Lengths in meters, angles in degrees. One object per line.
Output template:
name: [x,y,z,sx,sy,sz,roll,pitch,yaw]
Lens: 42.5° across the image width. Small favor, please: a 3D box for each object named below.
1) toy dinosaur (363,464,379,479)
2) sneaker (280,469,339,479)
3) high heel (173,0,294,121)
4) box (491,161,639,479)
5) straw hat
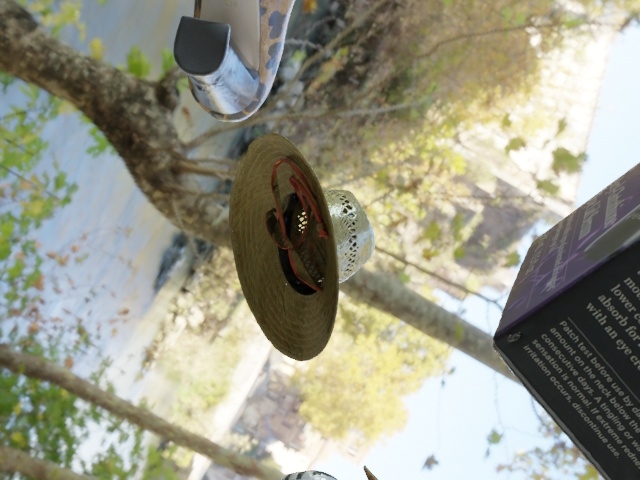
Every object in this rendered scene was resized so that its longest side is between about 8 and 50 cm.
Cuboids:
toy dinosaur: [0.071,0.275,0.644,0.064,0.112,0.211,40,46,-52]
sneaker: [0.025,0.415,0.972,0.106,0.281,0.162,-24,-152,32]
high heel: [-0.043,-0.223,0.633,0.186,0.093,0.261,66,45,-87]
box: [0.195,0.002,0.355,0.207,0.108,0.153,-41,179,24]
straw hat: [0.000,0.000,0.515,0.061,0.144,0.144,-13,151,-30]
